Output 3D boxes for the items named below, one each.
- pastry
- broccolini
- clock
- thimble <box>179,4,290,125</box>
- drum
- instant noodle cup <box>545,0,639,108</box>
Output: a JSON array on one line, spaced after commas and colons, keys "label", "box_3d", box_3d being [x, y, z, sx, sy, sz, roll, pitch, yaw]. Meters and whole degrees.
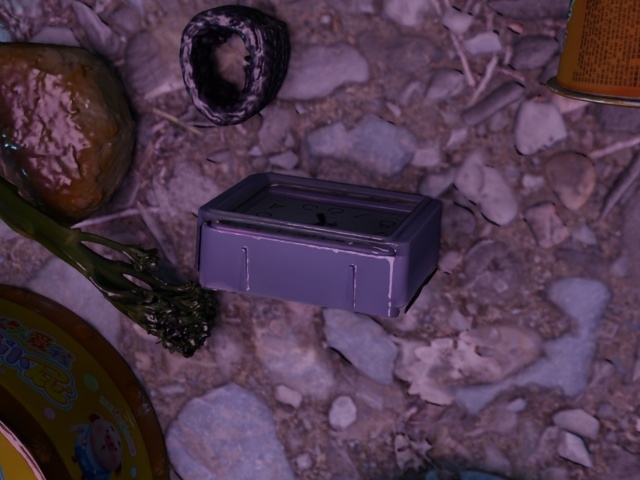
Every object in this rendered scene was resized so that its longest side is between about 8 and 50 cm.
[{"label": "pastry", "box_3d": [-0.280, -0.106, 1.178, 0.193, 0.093, 0.182, 17, 110, 13]}, {"label": "broccolini", "box_3d": [-0.241, -0.025, 1.124, 0.392, 0.074, 0.079, 45, 158, -28]}, {"label": "clock", "box_3d": [0.000, 0.001, 1.085, 0.193, 0.144, 0.073, 9, 110, 16]}, {"label": "thimble", "box_3d": [-0.082, -0.162, 1.106, 0.095, 0.066, 0.104, 29, 115, 6]}, {"label": "drum", "box_3d": [-0.383, 0.262, 1.268, 0.431, 0.214, 0.431, 6, 107, 18]}, {"label": "instant noodle cup", "box_3d": [0.282, -0.196, 0.882, 0.230, 0.230, 0.182, 3, 104, 18]}]
